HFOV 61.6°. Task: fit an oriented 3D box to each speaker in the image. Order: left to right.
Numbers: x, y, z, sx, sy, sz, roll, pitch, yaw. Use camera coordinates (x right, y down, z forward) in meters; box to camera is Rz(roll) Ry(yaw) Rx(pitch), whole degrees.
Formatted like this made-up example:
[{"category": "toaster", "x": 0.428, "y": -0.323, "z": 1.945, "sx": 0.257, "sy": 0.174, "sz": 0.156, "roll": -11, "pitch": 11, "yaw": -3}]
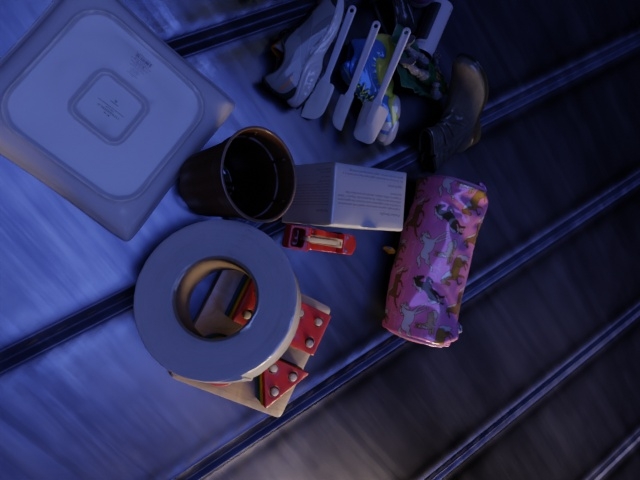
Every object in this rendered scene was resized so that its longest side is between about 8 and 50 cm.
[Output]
[{"category": "speaker", "x": 0.253, "y": -0.479, "z": 1.227, "sx": 0.055, "sy": 0.055, "sz": 0.136, "roll": 27, "pitch": 83, "yaw": -25}]

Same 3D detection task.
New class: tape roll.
[{"category": "tape roll", "x": -0.177, "y": 0.111, "z": 0.957, "sx": 0.287, "sy": 0.100, "sz": 0.285, "roll": 0, "pitch": 74, "yaw": 2}]

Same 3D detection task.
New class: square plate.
[{"category": "square plate", "x": -0.373, "y": -0.232, "z": 0.942, "sx": 0.347, "sy": 0.049, "sz": 0.344, "roll": 40, "pitch": 77, "yaw": -23}]

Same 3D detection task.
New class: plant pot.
[{"category": "plant pot", "x": -0.159, "y": -0.111, "z": 0.974, "sx": 0.167, "sy": 0.165, "sz": 0.166, "roll": 2, "pitch": 88, "yaw": -46}]

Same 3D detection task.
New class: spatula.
[{"category": "spatula", "x": 0.079, "y": -0.337, "z": 1.099, "sx": 0.168, "sy": 0.019, "sz": 0.241, "roll": 24, "pitch": 101, "yaw": 8}]

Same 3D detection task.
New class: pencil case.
[{"category": "pencil case", "x": 0.261, "y": 0.040, "z": 1.212, "sx": 0.167, "sy": 0.160, "sz": 0.385, "roll": 15, "pitch": 86, "yaw": -34}]

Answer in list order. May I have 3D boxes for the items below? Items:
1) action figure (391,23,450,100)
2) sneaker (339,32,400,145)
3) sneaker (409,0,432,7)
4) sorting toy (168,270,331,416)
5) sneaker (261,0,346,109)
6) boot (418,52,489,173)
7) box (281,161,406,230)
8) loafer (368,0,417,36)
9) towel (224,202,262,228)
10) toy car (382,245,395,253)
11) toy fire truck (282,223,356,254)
[{"category": "action figure", "x": 0.235, "y": -0.368, "z": 1.184, "sx": 0.232, "sy": 0.064, "sz": 0.137, "roll": 11, "pitch": 78, "yaw": -56}, {"category": "sneaker", "x": 0.100, "y": -0.323, "z": 1.155, "sx": 0.126, "sy": 0.091, "sz": 0.239, "roll": -1, "pitch": 87, "yaw": -14}, {"category": "sneaker", "x": 0.232, "y": -0.661, "z": 1.133, "sx": 0.102, "sy": 0.161, "sz": 0.281, "roll": 0, "pitch": 93, "yaw": 7}, {"category": "sorting toy", "x": -0.122, "y": 0.205, "z": 1.073, "sx": 0.257, "sy": 0.089, "sz": 0.255, "roll": 29, "pitch": 81, "yaw": -25}, {"category": "sneaker", "x": -0.030, "y": -0.404, "z": 1.072, "sx": 0.108, "sy": 0.100, "sz": 0.271, "roll": 24, "pitch": 82, "yaw": -18}, {"category": "boot", "x": 0.289, "y": -0.273, "z": 1.199, "sx": 0.161, "sy": 0.083, "sz": 0.246, "roll": -36, "pitch": 138, "yaw": -22}, {"category": "box", "x": 0.044, "y": -0.085, "z": 1.072, "sx": 0.181, "sy": 0.182, "sz": 0.118, "roll": 3, "pitch": 92, "yaw": -35}, {"category": "loafer", "x": 0.136, "y": -0.535, "z": 1.153, "sx": 0.078, "sy": 0.076, "sz": 0.223, "roll": -39, "pitch": 113, "yaw": -27}, {"category": "towel", "x": -0.134, "y": -0.061, "z": 1.082, "sx": 0.119, "sy": 0.029, "sz": 0.067, "roll": -37, "pitch": 108, "yaw": -19}, {"category": "toy car", "x": 0.153, "y": -0.030, "z": 1.218, "sx": 0.060, "sy": 0.041, "sz": 0.122, "roll": -39, "pitch": 109, "yaw": -18}, {"category": "toy fire truck", "x": 0.000, "y": 0.000, "z": 1.092, "sx": 0.192, "sy": 0.135, "sz": 0.047, "roll": 8, "pitch": 90, "yaw": -26}]
